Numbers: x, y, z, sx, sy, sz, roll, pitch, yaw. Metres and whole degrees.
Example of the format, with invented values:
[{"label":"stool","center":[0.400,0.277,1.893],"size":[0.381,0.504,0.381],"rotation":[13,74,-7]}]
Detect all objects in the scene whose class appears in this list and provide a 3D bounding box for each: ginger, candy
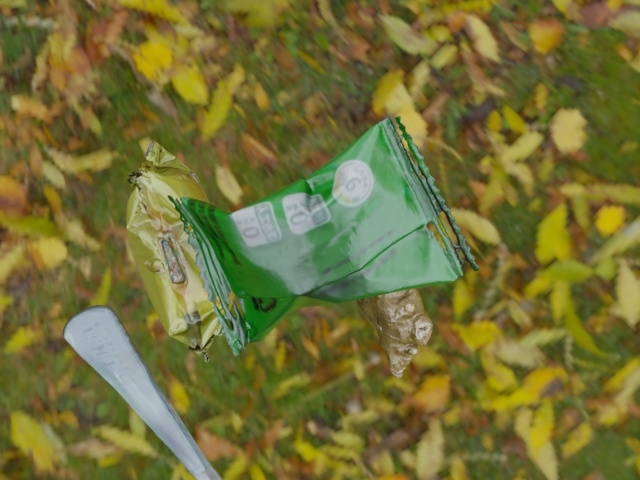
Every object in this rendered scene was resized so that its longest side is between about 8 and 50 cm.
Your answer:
[{"label":"ginger","center":[0.085,0.052,1.979],"size":[0.059,0.133,0.214],"rotation":[-21,149,-22]},{"label":"candy","center":[0.001,0.004,1.303],"size":[0.203,0.078,0.141],"rotation":[-20,129,13]}]

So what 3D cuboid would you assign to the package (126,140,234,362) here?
[{"label":"package","center":[-0.144,0.011,1.806],"size":[0.090,0.168,0.226],"rotation":[-16,101,5]}]

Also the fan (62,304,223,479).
[{"label":"fan","center":[-0.147,0.178,1.648],"size":[0.057,0.023,0.282],"rotation":[-29,107,17]}]
